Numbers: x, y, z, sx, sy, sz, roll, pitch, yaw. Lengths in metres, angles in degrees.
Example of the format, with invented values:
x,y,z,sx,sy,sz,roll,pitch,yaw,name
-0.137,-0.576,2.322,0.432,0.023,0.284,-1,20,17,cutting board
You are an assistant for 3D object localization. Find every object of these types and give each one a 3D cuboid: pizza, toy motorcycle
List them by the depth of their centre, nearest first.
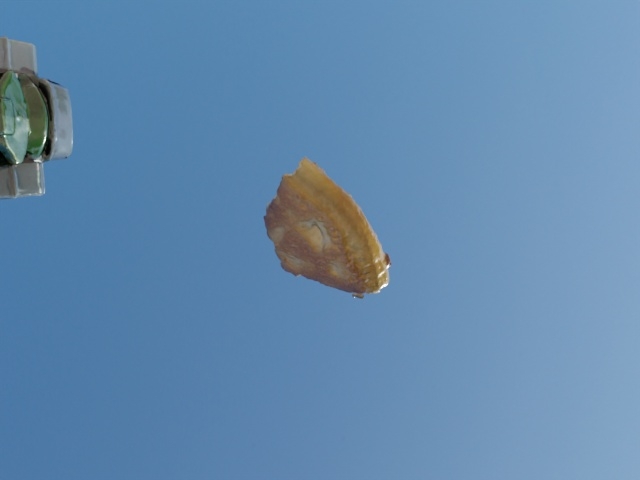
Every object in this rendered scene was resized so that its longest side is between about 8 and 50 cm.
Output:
x,y,z,sx,sy,sz,roll,pitch,yaw,name
-0.276,-0.077,0.552,0.187,0.275,0.124,-9,-81,-50,toy motorcycle
0.000,0.000,0.922,0.182,0.161,0.062,44,-135,-9,pizza
